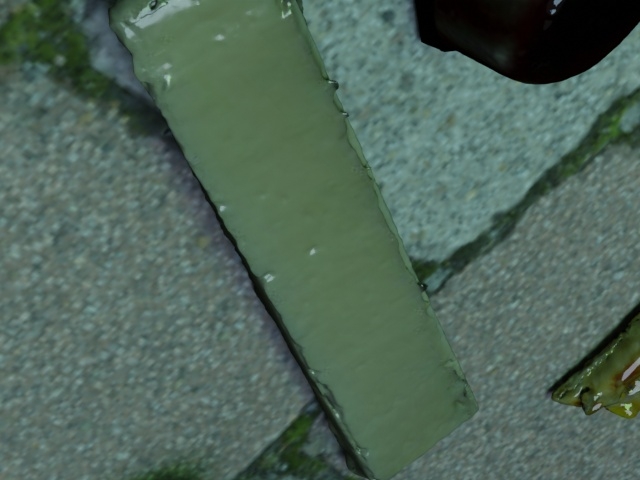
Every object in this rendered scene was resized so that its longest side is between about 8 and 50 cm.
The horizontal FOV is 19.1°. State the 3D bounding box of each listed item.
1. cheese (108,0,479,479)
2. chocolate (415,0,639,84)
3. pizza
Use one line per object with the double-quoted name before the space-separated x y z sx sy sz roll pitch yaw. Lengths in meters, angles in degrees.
"cheese" 0.000 0.002 0.926 0.085 0.034 0.400 -32 140 -6
"chocolate" 0.113 -0.127 0.847 0.125 0.080 0.149 -6 130 -31
"pizza" 0.222 0.058 1.141 0.176 0.036 0.185 -17 136 -22
